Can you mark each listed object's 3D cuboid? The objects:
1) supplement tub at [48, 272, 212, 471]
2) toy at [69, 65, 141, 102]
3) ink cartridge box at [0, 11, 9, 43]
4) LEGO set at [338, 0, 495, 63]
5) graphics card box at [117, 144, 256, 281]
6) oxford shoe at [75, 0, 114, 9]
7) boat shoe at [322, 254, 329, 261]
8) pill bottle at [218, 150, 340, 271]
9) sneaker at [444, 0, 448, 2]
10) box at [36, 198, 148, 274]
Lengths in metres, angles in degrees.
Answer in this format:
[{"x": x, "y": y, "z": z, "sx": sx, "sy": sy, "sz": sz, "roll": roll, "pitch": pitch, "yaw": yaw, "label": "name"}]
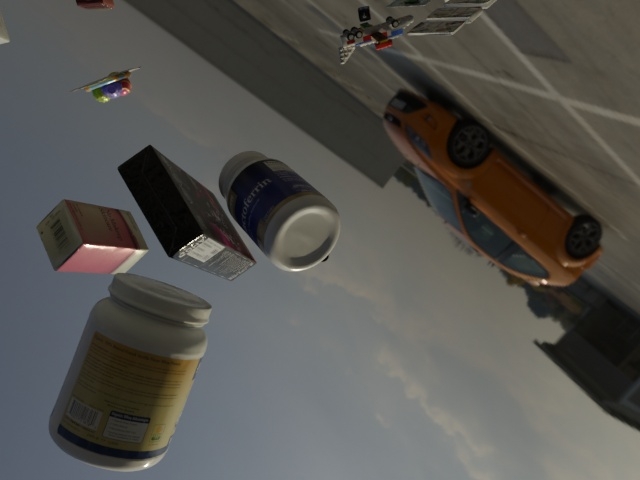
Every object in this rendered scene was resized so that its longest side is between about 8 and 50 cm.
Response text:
[{"x": -0.351, "y": 0.241, "z": 1.103, "sx": 0.228, "sy": 0.316, "sz": 0.228, "roll": 21, "pitch": 180, "yaw": 0, "label": "supplement tub"}, {"x": -0.491, "y": -0.363, "z": 1.371, "sx": 0.237, "sy": 0.137, "sz": 0.056, "roll": -118, "pitch": 6, "yaw": -67, "label": "toy"}, {"x": -0.955, "y": -0.557, "z": 1.456, "sx": 0.289, "sy": 0.211, "sz": 0.121, "roll": -119, "pitch": 14, "yaw": -80, "label": "ink cartridge box"}, {"x": 0.145, "y": -0.355, "z": 0.964, "sx": 0.244, "sy": 0.182, "sz": 0.060, "roll": 13, "pitch": 133, "yaw": 34, "label": "LEGO set"}, {"x": -0.284, "y": -0.045, "z": 1.308, "sx": 0.233, "sy": 0.094, "sz": 0.371, "roll": 57, "pitch": -177, "yaw": 16, "label": "graphics card box"}, {"x": -0.719, "y": -0.780, "z": 1.709, "sx": 0.123, "sy": 0.130, "sz": 0.348, "roll": -4, "pitch": -172, "yaw": 0, "label": "oxford shoe"}, {"x": 0.000, "y": 0.000, "z": 1.681, "sx": 0.079, "sy": 0.095, "sz": 0.254, "roll": 40, "pitch": 158, "yaw": 11, "label": "boat shoe"}, {"x": -0.089, "y": -0.067, "z": 1.118, "sx": 0.153, "sy": 0.153, "sz": 0.265, "roll": 28, "pitch": -169, "yaw": -43, "label": "pill bottle"}, {"x": 0.335, "y": -0.568, "z": 1.167, "sx": 0.126, "sy": 0.091, "sz": 0.240, "roll": 9, "pitch": 154, "yaw": -6, "label": "sneaker"}, {"x": -0.609, "y": -0.004, "z": 1.567, "sx": 0.148, "sy": 0.127, "sz": 0.232, "roll": 58, "pitch": -160, "yaw": 19, "label": "box"}]
